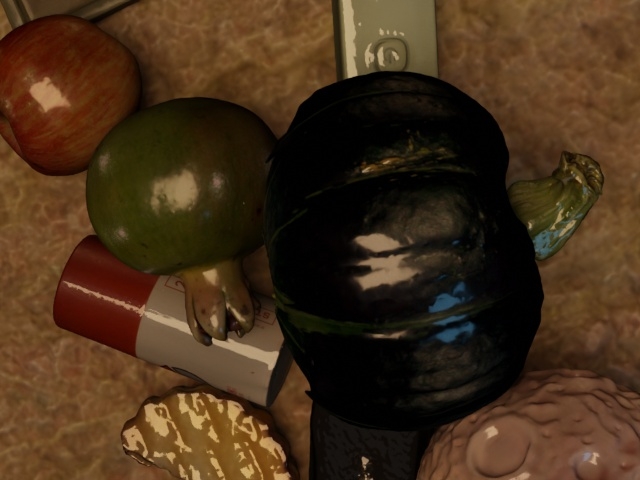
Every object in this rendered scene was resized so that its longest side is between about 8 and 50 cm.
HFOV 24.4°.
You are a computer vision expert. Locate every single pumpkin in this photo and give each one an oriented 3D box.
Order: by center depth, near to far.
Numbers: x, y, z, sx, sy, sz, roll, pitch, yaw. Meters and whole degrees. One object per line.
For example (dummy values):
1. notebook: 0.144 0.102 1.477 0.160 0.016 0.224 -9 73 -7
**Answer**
1. pumpkin: 0.090 0.005 1.195 0.296 0.296 0.296 1 97 11

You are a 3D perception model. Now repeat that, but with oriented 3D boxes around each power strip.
1. power strip: 0.052 -0.268 1.298 0.091 0.062 0.385 -4 96 -5

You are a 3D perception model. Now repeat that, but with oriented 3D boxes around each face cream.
1. face cream: -0.130 0.072 1.363 0.214 0.096 0.096 20 100 9

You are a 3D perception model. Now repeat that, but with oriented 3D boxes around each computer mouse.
1. computer mouse: 0.045 0.207 1.355 0.122 0.073 0.217 4 103 13

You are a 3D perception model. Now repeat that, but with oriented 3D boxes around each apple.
1. apple: -0.231 -0.134 1.335 0.131 0.146 0.146 -39 88 -14

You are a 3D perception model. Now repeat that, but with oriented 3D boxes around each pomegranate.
1. pomegranate: -0.116 -0.025 1.277 0.179 0.179 0.210 -4 61 11

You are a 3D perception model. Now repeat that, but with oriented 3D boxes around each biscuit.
1. biscuit: -0.087 0.200 1.388 0.183 0.061 0.118 43 100 2

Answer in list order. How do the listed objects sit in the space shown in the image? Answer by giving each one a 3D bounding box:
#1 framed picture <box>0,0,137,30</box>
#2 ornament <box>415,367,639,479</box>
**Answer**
1. framed picture: -0.221 -0.440 1.359 0.326 0.028 0.446 -23 92 12
2. ornament: 0.208 0.232 1.237 0.225 0.259 0.259 -18 93 -9
